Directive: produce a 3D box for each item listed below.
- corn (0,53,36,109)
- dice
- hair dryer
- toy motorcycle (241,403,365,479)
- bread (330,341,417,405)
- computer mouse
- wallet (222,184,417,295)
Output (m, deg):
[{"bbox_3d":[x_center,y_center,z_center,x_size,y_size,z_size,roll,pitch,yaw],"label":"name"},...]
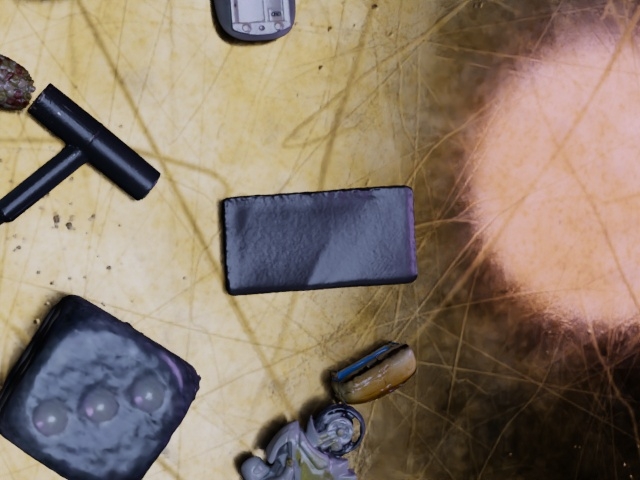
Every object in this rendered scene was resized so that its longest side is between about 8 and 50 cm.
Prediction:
[{"bbox_3d":[-0.441,-0.215,1.779,0.237,0.079,0.079,22,85,-17],"label":"corn"},{"bbox_3d":[-0.258,0.177,1.766,0.183,0.181,0.182,34,82,-14],"label":"dice"},{"bbox_3d":[-0.312,-0.057,1.827,0.173,0.050,0.195,38,86,-10],"label":"hair dryer"},{"bbox_3d":[-0.024,0.305,1.881,0.151,0.074,0.228,7,97,-5],"label":"toy motorcycle"},{"bbox_3d":[0.066,0.166,1.904,0.106,0.072,0.053,-31,97,-14],"label":"bread"},{"bbox_3d":[-0.082,-0.341,1.879,0.102,0.045,0.199,-6,91,-15],"label":"computer mouse"},{"bbox_3d":[0.000,0.000,1.910,0.244,0.025,0.124,-4,91,-15],"label":"wallet"}]
